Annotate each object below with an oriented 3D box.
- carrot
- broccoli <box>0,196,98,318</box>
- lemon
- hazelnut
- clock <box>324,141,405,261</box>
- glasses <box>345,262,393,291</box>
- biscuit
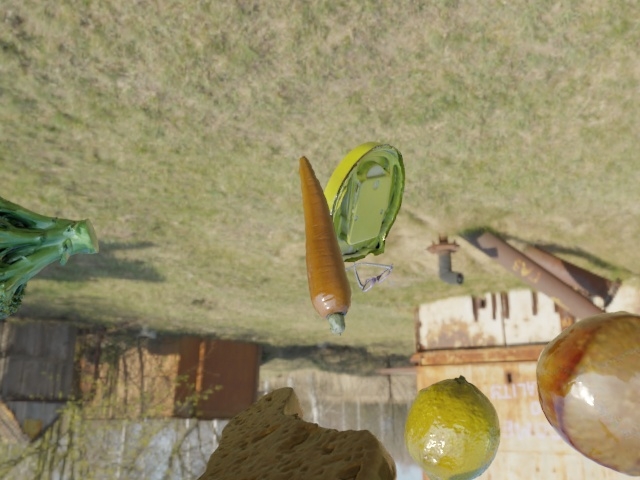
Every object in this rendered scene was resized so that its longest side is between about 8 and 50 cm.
[{"bbox_3d":[0.000,0.000,0.980,0.069,0.335,0.069,-9,151,-5],"label":"carrot"},{"bbox_3d":[-0.559,0.016,1.101,0.269,0.268,0.254,2,154,-8],"label":"broccoli"},{"bbox_3d":[0.274,0.395,1.231,0.193,0.230,0.192,15,-179,0],"label":"lemon"},{"bbox_3d":[0.268,0.124,0.519,0.151,0.150,0.150,0,164,0],"label":"hazelnut"},{"bbox_3d":[0.088,-0.085,1.335,0.071,0.293,0.277,27,-160,33],"label":"clock"},{"bbox_3d":[0.124,0.080,1.667,0.104,0.062,0.140,40,137,-9],"label":"glasses"},{"bbox_3d":[-0.040,0.187,0.443,0.184,0.047,0.320,-25,-173,-8],"label":"biscuit"}]
